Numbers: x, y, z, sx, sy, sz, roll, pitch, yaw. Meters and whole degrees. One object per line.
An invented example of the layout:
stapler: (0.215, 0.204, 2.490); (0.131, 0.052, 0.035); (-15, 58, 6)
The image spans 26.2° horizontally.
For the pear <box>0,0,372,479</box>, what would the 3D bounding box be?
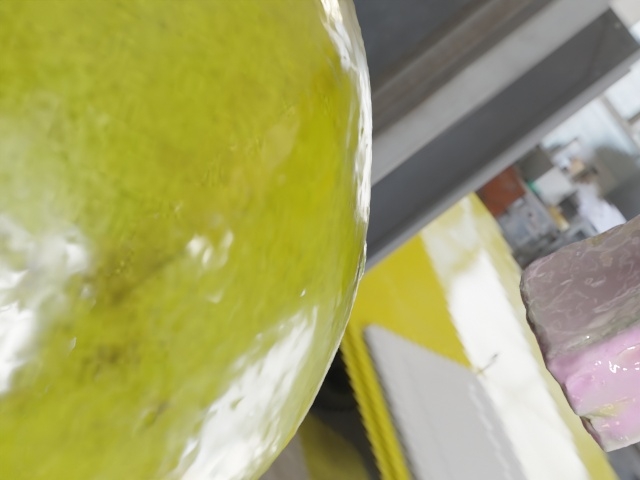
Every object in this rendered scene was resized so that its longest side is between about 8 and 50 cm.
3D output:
pear: (-0.141, -0.039, 0.555); (0.352, 0.352, 0.413); (47, 31, -20)

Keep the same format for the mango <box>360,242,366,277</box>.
mango: (0.000, 0.000, 1.176); (0.165, 0.074, 0.091); (77, 26, -63)

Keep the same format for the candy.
candy: (0.303, 0.047, 1.084); (0.116, 0.265, 0.155); (60, 12, -26)
